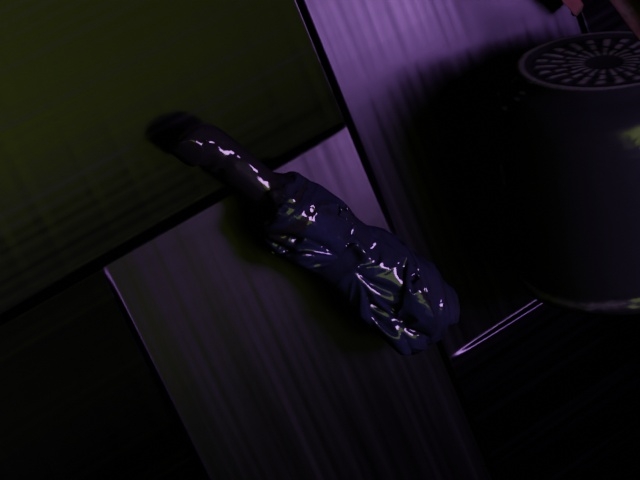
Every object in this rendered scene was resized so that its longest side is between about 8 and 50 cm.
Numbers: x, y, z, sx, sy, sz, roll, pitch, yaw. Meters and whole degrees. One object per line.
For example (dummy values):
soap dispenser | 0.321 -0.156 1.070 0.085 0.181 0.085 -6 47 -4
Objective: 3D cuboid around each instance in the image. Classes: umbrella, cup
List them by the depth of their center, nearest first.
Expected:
umbrella | 0.003 -0.007 1.075 0.248 0.071 0.071 42 82 -26
cup | 0.223 -0.055 1.123 0.223 0.169 0.177 -25 117 -35

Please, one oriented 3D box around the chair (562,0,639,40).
chair | 0.155 -0.297 1.026 0.183 0.175 0.326 -50 123 0
